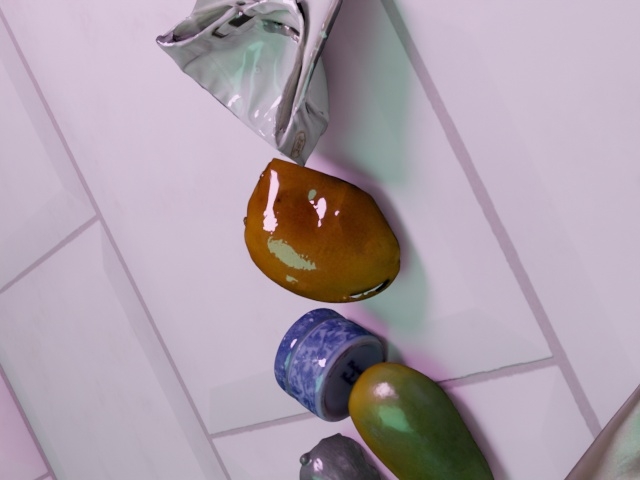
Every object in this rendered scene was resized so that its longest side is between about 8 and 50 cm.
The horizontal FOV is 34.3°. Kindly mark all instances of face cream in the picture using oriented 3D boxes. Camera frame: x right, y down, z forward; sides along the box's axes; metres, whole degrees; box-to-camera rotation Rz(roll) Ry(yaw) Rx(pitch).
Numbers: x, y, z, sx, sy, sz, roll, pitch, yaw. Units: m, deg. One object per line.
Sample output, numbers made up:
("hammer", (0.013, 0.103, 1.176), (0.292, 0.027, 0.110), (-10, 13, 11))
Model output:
("face cream", (0.359, 0.286, 1.240), (0.137, 0.084, 0.341), (55, 137, 28))

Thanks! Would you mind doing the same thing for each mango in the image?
("mango", (0.146, 0.281, 1.474), (0.251, 0.114, 0.156), (46, 130, 2))
("mango", (0.000, 0.000, 1.448), (0.236, 0.136, 0.166), (19, 84, 20))

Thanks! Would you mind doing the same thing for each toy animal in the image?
("toy animal", (0.066, 0.414, 1.641), (0.236, 0.138, 0.108), (45, 107, 30))

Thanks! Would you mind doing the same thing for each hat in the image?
("hat", (-0.048, -0.267, 1.369), (0.258, 0.168, 0.301), (42, 114, 25))

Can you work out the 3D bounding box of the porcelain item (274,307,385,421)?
("porcelain item", (0.011, 0.182, 1.542), (0.114, 0.147, 0.147), (31, 133, 37))
